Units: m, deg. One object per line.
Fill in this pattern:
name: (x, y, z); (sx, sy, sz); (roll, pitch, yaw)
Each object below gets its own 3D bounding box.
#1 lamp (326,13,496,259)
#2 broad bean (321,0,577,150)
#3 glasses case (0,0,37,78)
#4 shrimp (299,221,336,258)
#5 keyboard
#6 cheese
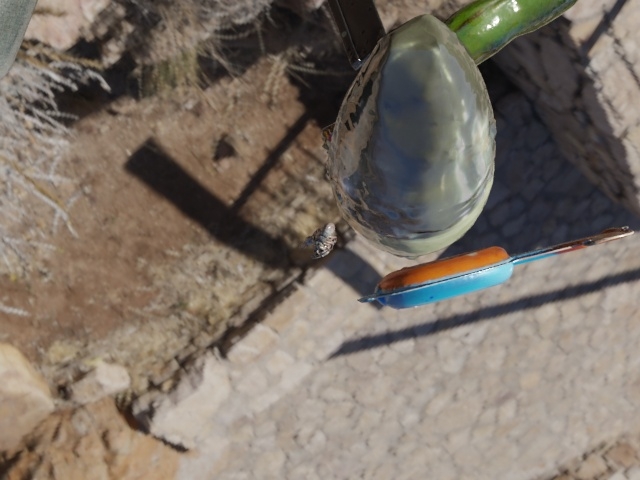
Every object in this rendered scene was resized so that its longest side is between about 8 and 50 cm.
lamp: (0.052, -0.049, 0.559); (0.101, 0.101, 0.250); (-35, 161, -7)
broad bean: (0.123, -0.160, 0.735); (0.298, 0.043, 0.060); (-34, 162, -7)
glasses case: (-0.405, -0.361, 1.237); (0.131, 0.074, 0.323); (-48, 162, -78)
shrimp: (0.001, 0.003, 1.406); (0.029, 0.038, 0.092); (-43, -176, -31)
keyboard: (0.041, -0.349, 1.365); (0.072, 0.231, 0.023); (-35, 150, 31)
cheese: (0.157, 0.021, 0.870); (0.256, 0.106, 0.037); (-15, 91, 0)
